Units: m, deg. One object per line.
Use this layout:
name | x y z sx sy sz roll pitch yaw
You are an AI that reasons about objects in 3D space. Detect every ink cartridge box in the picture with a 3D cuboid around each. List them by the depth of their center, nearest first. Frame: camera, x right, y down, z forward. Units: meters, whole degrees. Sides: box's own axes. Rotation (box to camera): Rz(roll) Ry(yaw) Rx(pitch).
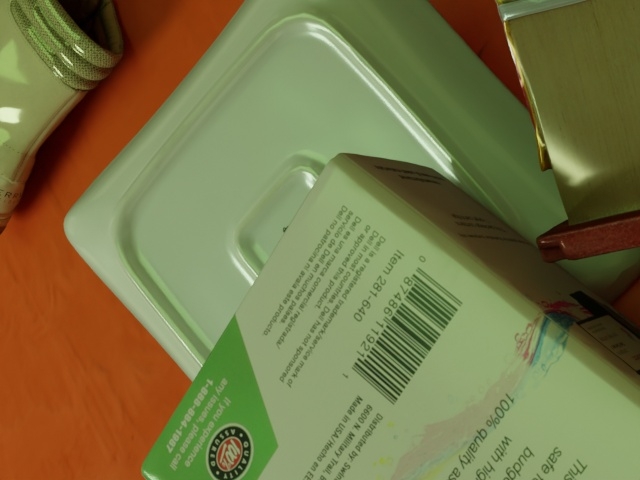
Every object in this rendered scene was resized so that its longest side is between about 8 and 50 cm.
ink cartridge box | 0.078 0.118 0.808 0.278 0.117 0.201 40 107 26

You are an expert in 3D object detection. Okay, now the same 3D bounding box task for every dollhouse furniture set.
dollhouse furniture set | 0.251 -0.127 0.706 0.374 0.152 0.201 -12 98 36

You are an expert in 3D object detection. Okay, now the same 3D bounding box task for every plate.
plate | 0.000 0.000 0.950 0.278 0.045 0.277 49 113 13

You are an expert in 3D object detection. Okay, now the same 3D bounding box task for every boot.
boot | -0.263 -0.158 1.312 0.203 0.095 0.262 -50 49 22

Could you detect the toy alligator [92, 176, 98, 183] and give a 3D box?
toy alligator | -0.089 -0.014 1.126 0.190 0.056 0.051 10 125 45
